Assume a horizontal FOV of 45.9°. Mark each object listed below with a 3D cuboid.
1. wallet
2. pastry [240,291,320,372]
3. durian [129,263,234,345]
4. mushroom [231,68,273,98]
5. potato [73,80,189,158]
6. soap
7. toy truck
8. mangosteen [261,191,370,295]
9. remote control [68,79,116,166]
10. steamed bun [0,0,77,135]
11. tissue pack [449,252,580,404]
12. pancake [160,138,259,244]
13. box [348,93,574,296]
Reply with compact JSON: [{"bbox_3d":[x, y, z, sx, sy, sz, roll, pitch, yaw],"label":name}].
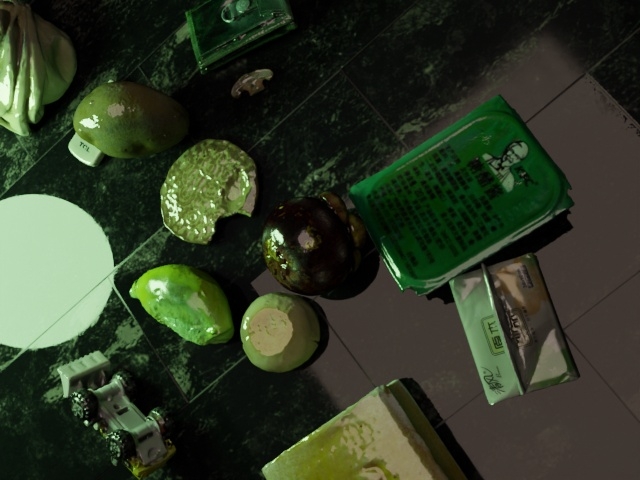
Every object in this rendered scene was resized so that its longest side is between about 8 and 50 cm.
[{"bbox_3d":[-0.172,-0.468,1.590,0.236,0.055,0.160,-21,70,15],"label":"wallet"},{"bbox_3d":[-0.079,0.175,1.454,0.156,0.092,0.156,-1,87,12],"label":"pastry"},{"bbox_3d":[-0.276,0.120,1.517,0.250,0.101,0.139,31,93,19],"label":"durian"},{"bbox_3d":[-0.143,-0.329,1.577,0.101,0.019,0.049,-28,76,13],"label":"mushroom"},{"bbox_3d":[-0.389,-0.249,1.563,0.235,0.178,0.160,3,105,-8],"label":"potato"},{"bbox_3d":[0.104,0.460,1.325,0.293,0.156,0.335,-37,72,15],"label":"soap"},{"bbox_3d":[-0.412,0.352,1.520,0.286,0.136,0.111,41,127,23],"label":"toy truck"},{"bbox_3d":[0.000,0.000,1.419,0.217,0.192,0.192,-25,72,-26],"label":"mangosteen"},{"bbox_3d":[-0.482,-0.257,1.673,0.087,0.029,0.190,36,95,19],"label":"remote control"},{"bbox_3d":[-0.710,-0.403,1.674,0.280,0.207,0.268,34,94,17],"label":"steamed bun"},{"bbox_3d":[0.329,0.148,1.294,0.159,0.145,0.229,-20,78,14],"label":"tissue pack"},{"bbox_3d":[-0.233,-0.103,1.572,0.235,0.029,0.212,-27,75,13],"label":"pancake"},{"bbox_3d":[0.252,-0.062,1.350,0.336,0.106,0.264,-31,60,9],"label":"box"}]
